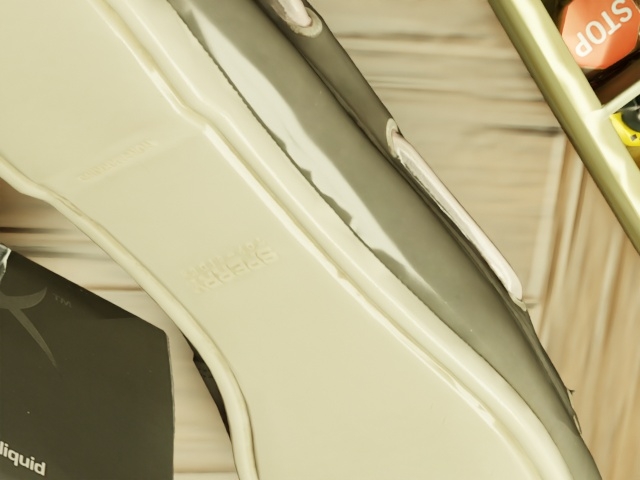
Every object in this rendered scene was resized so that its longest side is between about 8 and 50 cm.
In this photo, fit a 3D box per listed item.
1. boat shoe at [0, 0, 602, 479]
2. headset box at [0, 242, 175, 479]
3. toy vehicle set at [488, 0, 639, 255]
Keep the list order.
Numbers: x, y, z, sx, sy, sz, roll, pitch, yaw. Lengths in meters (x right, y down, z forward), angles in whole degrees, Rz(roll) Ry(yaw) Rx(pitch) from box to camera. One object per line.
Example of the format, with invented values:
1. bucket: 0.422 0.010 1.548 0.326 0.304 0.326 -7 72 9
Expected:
1. boat shoe: 0.000 0.000 0.538 0.112 0.095 0.335 -16 125 34
2. headset box: -0.189 0.083 0.468 0.218 0.110 0.293 31 114 -24
3. toy vehicle set: 0.192 -0.107 0.588 0.267 0.035 0.166 -36 115 -1
